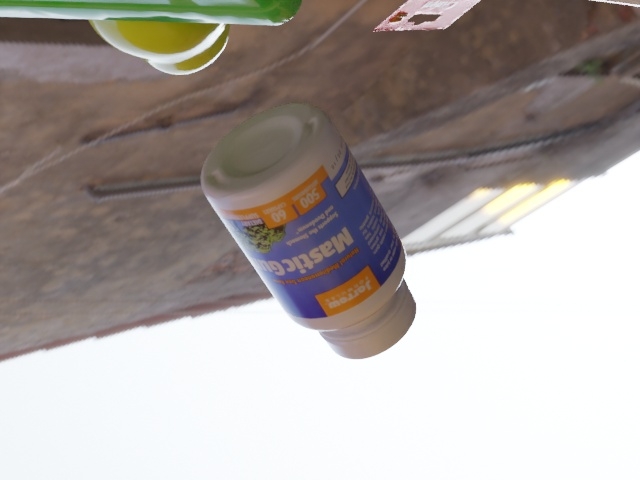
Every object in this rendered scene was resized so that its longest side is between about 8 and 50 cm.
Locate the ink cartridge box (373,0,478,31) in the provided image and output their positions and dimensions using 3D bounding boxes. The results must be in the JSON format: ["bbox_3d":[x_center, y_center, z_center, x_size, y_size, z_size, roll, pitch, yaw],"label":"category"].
[{"bbox_3d":[0.199,-0.308,1.496,0.181,0.225,0.056,-13,-110,-52],"label":"ink cartridge box"}]

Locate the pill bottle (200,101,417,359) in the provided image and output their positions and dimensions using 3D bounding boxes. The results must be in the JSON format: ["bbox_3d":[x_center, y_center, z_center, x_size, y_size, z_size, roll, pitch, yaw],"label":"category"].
[{"bbox_3d":[0.000,0.000,1.291,0.272,0.152,0.152,58,-143,-34],"label":"pill bottle"}]

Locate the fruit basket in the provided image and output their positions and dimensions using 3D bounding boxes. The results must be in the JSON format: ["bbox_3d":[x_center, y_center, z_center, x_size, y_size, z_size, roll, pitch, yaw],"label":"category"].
[{"bbox_3d":[-0.183,-0.328,1.258,0.392,0.392,0.282,3,-88,-40],"label":"fruit basket"}]

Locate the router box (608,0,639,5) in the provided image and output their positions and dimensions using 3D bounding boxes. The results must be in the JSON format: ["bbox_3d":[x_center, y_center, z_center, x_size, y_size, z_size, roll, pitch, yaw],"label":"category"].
[{"bbox_3d":[0.521,-0.470,1.604,0.082,0.301,0.335,-27,-52,-69],"label":"router box"}]
